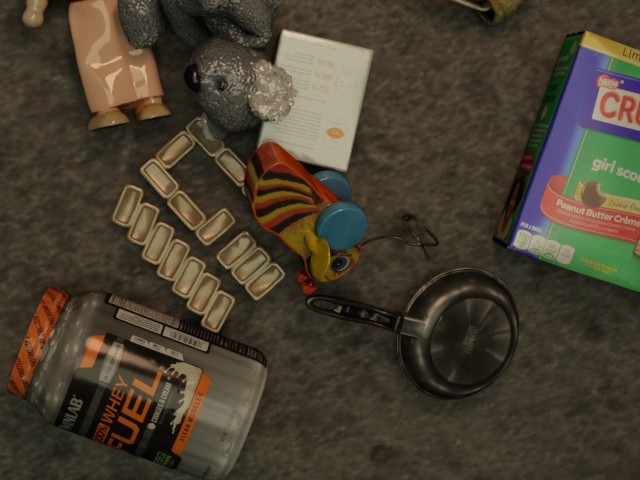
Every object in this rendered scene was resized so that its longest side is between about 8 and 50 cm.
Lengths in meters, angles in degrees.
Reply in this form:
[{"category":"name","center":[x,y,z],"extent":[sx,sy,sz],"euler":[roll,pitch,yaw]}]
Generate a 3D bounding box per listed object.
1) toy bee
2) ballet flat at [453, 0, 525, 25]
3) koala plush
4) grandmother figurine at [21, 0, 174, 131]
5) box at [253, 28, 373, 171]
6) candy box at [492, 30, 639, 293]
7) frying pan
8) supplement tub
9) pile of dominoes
[{"category":"toy bee","center":[0.000,0.000,1.641],"extent":[0.298,0.195,0.162],"euler":[36,109,-15]},{"category":"ballet flat","center":[0.143,-0.404,1.633],"extent":[0.348,0.123,0.123],"euler":[32,93,-26]},{"category":"koala plush","center":[-0.118,-0.244,1.592],"extent":[0.203,0.196,0.221],"euler":[-14,88,-46]},{"category":"grandmother figurine","center":[-0.300,-0.324,1.642],"extent":[0.208,0.104,0.342],"euler":[-14,96,-32]},{"category":"box","center":[-0.012,-0.191,1.683],"extent":[0.130,0.091,0.170],"euler":[12,95,-7]},{"category":"candy box","center":[0.424,-0.101,1.720],"extent":[0.268,0.122,0.317],"euler":[18,93,-7]},{"category":"frying pan","center":[0.157,0.101,1.717],"extent":[0.326,0.053,0.197],"euler":[38,87,-26]},{"category":"supplement tub","center":[-0.246,0.188,1.654],"extent":[0.316,0.193,0.193],"euler":[21,94,-7]},{"category":"pile of dominoes","center":[-0.159,-0.019,1.722],"extent":[0.196,0.040,0.251],"euler":[-42,92,-6]}]
